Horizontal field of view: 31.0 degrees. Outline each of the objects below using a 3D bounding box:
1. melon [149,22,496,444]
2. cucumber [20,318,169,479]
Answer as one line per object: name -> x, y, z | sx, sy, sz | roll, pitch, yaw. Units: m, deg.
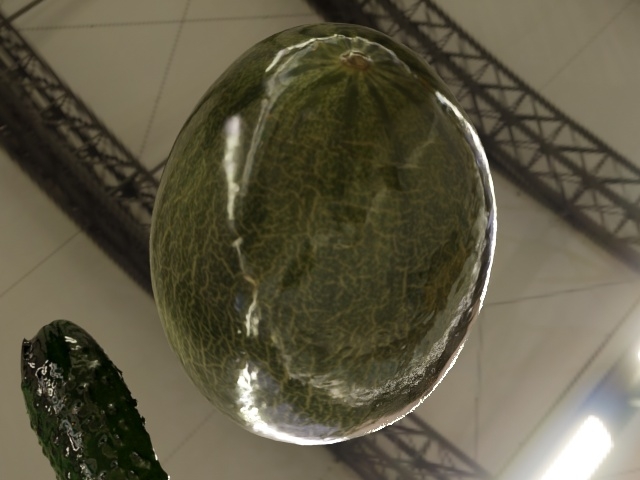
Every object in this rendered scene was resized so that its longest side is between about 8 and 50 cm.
melon -> 0.000, 0.000, 0.799 | 0.237, 0.237, 0.302 | -23, -41, -33
cucumber -> -0.136, 0.140, 0.731 | 0.069, 0.069, 0.227 | -8, -132, -33
